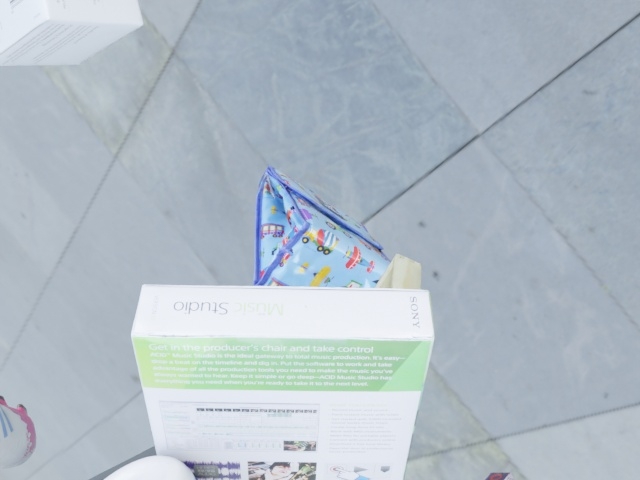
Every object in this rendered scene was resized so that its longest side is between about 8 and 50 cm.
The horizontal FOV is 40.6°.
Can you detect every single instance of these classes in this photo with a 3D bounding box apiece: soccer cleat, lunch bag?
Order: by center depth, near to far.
[{"bbox_3d":[-0.437,0.247,1.064,0.331,0.116,0.143,90,173,-58],"label":"soccer cleat"},{"bbox_3d":[0.000,0.000,1.445,0.221,0.293,0.138,30,111,-25],"label":"lunch bag"}]

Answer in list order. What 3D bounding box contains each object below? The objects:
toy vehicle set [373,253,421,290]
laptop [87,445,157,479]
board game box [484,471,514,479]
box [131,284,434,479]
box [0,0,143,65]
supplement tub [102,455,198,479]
[{"bbox_3d":[0.043,0.161,1.059,0.035,0.166,0.266,25,123,-8],"label":"toy vehicle set"},{"bbox_3d":[-0.265,0.436,1.102,0.382,0.236,0.407,-30,55,22],"label":"laptop"},{"bbox_3d":[0.238,0.543,1.355,0.056,0.347,0.208,-14,101,45],"label":"board game box"},{"bbox_3d":[-0.032,0.161,0.780,0.233,0.058,0.322,1,138,-2],"label":"box"},{"bbox_3d":[-0.206,-0.196,0.660,0.102,0.087,0.101,-15,89,43],"label":"box"},{"bbox_3d":[-0.122,0.301,0.741,0.144,0.144,0.199,-5,124,52],"label":"supplement tub"}]
